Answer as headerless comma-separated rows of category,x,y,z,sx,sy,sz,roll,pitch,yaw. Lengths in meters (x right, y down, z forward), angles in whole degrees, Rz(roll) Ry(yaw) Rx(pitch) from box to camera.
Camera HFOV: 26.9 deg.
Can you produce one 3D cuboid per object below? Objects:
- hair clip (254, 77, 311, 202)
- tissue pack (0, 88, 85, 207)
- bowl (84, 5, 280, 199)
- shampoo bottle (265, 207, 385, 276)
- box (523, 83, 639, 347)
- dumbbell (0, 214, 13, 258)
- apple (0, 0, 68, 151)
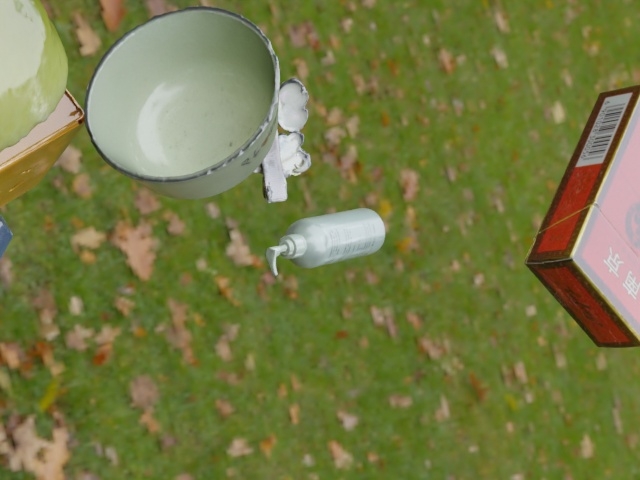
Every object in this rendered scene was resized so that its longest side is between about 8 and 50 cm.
hair clip,-0.070,-0.141,1.898,0.049,0.116,0.172,-156,-121,-67
tissue pack,-0.421,-0.111,1.583,0.194,0.274,0.145,-38,93,-28
bowl,-0.134,-0.131,1.417,0.112,0.211,0.211,68,16,-64
shampoo bottle,0.000,0.000,1.435,0.195,0.056,0.056,-10,84,-58
box,0.319,-0.026,1.418,0.153,0.074,0.240,48,57,-32
dumbbell,-0.591,-0.045,2.040,0.156,0.143,0.316,50,-7,20
apple,-0.323,-0.159,0.889,0.233,0.257,0.295,70,-12,-20
